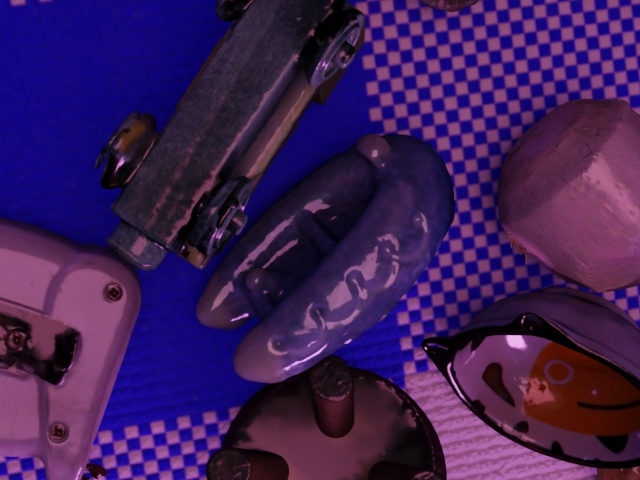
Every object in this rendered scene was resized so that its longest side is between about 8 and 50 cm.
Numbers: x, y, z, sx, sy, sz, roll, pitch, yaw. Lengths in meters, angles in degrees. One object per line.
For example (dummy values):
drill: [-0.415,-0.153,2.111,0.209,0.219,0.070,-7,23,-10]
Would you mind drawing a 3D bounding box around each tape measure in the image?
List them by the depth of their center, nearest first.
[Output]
tape measure: [-0.327,0.118,1.425,0.265,0.130,0.258,18,95,-12]

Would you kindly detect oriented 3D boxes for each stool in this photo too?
stool: [0.011,0.267,1.442,0.272,0.178,0.272,0,79,2]

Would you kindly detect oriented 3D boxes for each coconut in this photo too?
coconut: [0.330,-0.043,1.484,0.224,0.224,0.234,-40,100,-4]

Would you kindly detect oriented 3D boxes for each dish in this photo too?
dish: [0.286,0.141,1.494,0.303,0.303,0.120,37,58,-12]

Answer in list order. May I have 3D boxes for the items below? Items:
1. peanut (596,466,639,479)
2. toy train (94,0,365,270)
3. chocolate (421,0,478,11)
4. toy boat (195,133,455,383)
peanut: [0.397,0.252,1.584,0.108,0.095,0.226,5,95,-33]
toy train: [-0.086,-0.137,1.372,0.160,0.253,0.397,33,87,4]
chocolate: [0.194,-0.367,1.447,0.147,0.221,0.221,-13,100,-35]
toy boat: [0.000,0.000,1.420,0.330,0.215,0.123,-38,124,-2]
